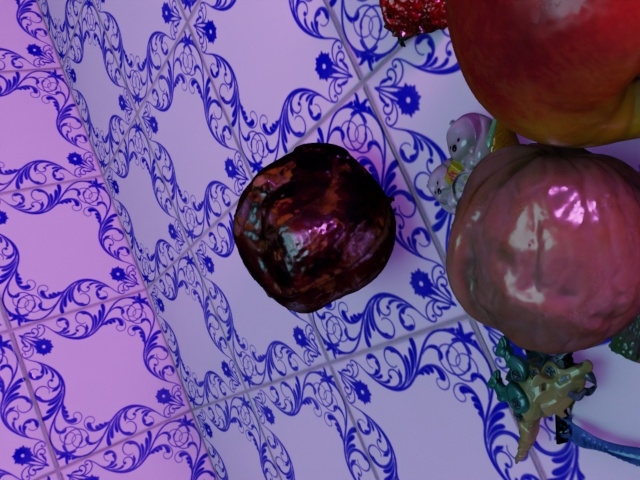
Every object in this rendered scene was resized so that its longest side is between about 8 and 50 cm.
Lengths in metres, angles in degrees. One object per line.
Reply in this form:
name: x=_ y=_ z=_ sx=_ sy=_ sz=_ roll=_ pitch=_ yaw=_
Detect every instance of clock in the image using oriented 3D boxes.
clock: x=0.251 y=-0.114 z=0.991 sx=0.144 sy=0.103 sz=0.231 roll=39 pitch=133 yaw=25

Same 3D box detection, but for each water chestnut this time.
water chestnut: x=0.000 y=0.000 z=1.225 sx=0.335 sy=0.335 sz=0.347 roll=29 pitch=155 yaw=43

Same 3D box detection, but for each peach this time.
peach: x=0.310 y=-0.300 z=0.649 sx=0.388 sy=0.388 sz=0.388 roll=24 pitch=121 yaw=45

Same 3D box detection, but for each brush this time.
brush: x=0.454 y=0.044 z=0.846 sx=0.054 sy=0.048 sz=0.282 roll=26 pitch=121 yaw=46

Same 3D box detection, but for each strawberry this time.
strawberry: x=0.161 y=-0.413 z=1.006 sx=0.192 sy=0.085 sz=0.140 roll=-15 pitch=90 yaw=51

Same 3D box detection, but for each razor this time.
razor: x=0.473 y=0.324 z=0.932 sx=0.253 sy=0.042 sz=0.082 roll=10 pitch=110 yaw=49

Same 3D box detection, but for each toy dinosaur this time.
toy dinosaur: x=0.350 y=0.261 z=1.016 sx=0.153 sy=0.094 sz=0.259 roll=48 pitch=134 yaw=42

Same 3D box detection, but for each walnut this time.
walnut: x=0.303 y=0.005 z=0.805 sx=0.296 sy=0.285 sz=0.285 roll=-100 pitch=11 yaw=-66
